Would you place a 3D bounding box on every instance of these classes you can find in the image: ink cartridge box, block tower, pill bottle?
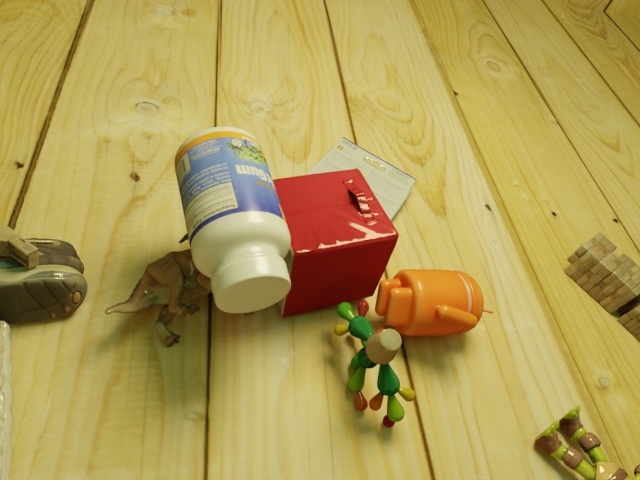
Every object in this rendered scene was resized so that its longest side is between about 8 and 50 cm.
[{"bbox_3d":[0.088,-0.125,1.132,0.223,0.045,0.224,32,50,9],"label":"ink cartridge box"},{"bbox_3d":[0.716,0.139,1.085,0.097,0.091,0.335,-24,63,-31],"label":"block tower"},{"bbox_3d":[-0.133,-0.032,0.755,0.152,0.152,0.272,-7,58,-22],"label":"pill bottle"}]

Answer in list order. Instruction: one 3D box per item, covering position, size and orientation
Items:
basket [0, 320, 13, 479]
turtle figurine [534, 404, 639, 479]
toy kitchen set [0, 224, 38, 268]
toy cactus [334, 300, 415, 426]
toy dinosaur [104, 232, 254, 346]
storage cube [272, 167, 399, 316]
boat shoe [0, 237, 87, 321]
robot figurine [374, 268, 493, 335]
[{"bbox_3d":[-0.560,0.210,0.528,0.331,0.266,0.328,-8,56,-20],"label":"basket"},{"bbox_3d":[0.491,0.394,0.815,0.269,0.087,0.217,-26,54,-18],"label":"turtle figurine"},{"bbox_3d":[-0.469,0.010,0.692,0.075,0.068,0.083,31,37,13],"label":"toy kitchen set"},{"bbox_3d":[0.097,0.190,0.797,0.112,0.180,0.219,-8,66,-16],"label":"toy cactus"},{"bbox_3d":[-0.232,0.052,0.847,0.295,0.127,0.200,-21,62,-25],"label":"toy dinosaur"},{"bbox_3d":[0.000,0.000,0.899,0.193,0.215,0.184,-11,52,-20],"label":"storage cube"},{"bbox_3d":[-0.560,0.060,0.751,0.355,0.132,0.130,2,42,-27],"label":"boat shoe"},{"bbox_3d":[0.216,0.119,0.921,0.219,0.158,0.128,2,67,-21],"label":"robot figurine"}]
